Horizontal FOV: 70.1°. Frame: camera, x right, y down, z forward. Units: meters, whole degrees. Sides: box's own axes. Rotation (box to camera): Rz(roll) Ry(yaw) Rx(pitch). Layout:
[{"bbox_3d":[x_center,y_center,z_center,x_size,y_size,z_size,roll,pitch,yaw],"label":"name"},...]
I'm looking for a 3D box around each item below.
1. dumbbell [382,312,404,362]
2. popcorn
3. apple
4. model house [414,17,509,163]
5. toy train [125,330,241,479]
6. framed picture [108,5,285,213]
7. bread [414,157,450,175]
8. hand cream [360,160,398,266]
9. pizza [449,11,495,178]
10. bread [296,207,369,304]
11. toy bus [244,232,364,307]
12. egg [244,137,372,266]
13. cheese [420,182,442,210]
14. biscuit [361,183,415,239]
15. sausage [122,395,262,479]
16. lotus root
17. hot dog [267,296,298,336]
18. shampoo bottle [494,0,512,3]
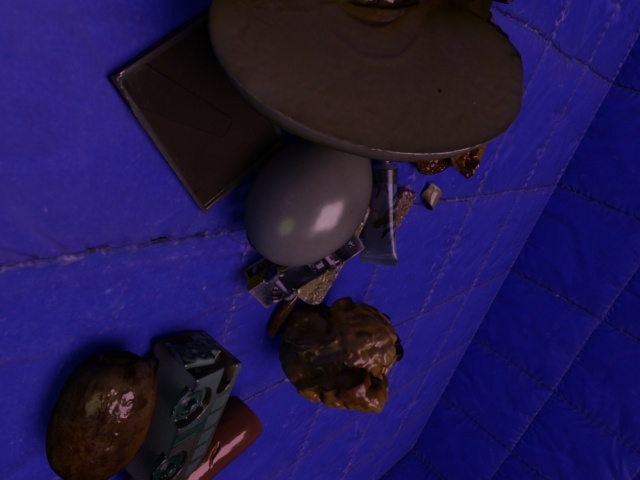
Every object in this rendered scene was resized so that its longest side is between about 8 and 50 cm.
[{"bbox_3d":[0.116,0.332,1.296,0.192,0.192,0.290,11,111,-55],"label":"dumbbell"},{"bbox_3d":[0.052,0.260,1.024,0.265,0.332,0.225,-26,114,-14],"label":"popcorn"},{"bbox_3d":[0.053,-0.271,0.542,0.360,0.320,0.311,1,123,-13],"label":"apple"},{"bbox_3d":[0.174,-0.261,0.777,0.280,0.249,0.230,-53,148,-4],"label":"model house"},{"bbox_3d":[-0.269,0.322,0.850,0.159,0.129,0.326,-6,123,-57],"label":"toy train"},{"bbox_3d":[-0.149,-0.174,0.646,0.189,0.023,0.260,-44,146,-17],"label":"framed picture"},{"bbox_3d":[0.297,-0.249,1.123,0.193,0.064,0.193,-28,135,-32],"label":"bread"},{"bbox_3d":[0.141,-0.066,1.041,0.058,0.091,0.271,-59,153,-64],"label":"hand cream"},{"bbox_3d":[0.343,-0.319,1.035,0.182,0.074,0.365,-13,113,-47],"label":"pizza"},{"bbox_3d":[0.000,0.000,0.997,0.240,0.135,0.178,-61,-179,8],"label":"bread"},{"bbox_3d":[-0.033,0.038,0.864,0.226,0.074,0.081,-32,136,6],"label":"toy bus"},{"bbox_3d":[-0.017,-0.069,0.759,0.253,0.186,0.186,-46,147,-7],"label":"egg"},{"bbox_3d":[0.312,-0.122,1.274,0.060,0.041,0.084,-53,149,1],"label":"cheese"},{"bbox_3d":[0.163,-0.061,1.112,0.082,0.070,0.168,10,113,-44],"label":"biscuit"},{"bbox_3d":[-0.273,0.466,0.978,0.304,0.121,0.121,-31,141,-33],"label":"sausage"},{"bbox_3d":[-0.346,0.289,0.716,0.145,0.128,0.260,14,104,-37],"label":"lotus root"},{"bbox_3d":[-0.081,0.157,1.031,0.137,0.028,0.044,-57,174,8],"label":"hot dog"},{"bbox_3d":[0.434,-0.607,0.957,0.246,0.079,0.080,-47,148,-12],"label":"shampoo bottle"}]
